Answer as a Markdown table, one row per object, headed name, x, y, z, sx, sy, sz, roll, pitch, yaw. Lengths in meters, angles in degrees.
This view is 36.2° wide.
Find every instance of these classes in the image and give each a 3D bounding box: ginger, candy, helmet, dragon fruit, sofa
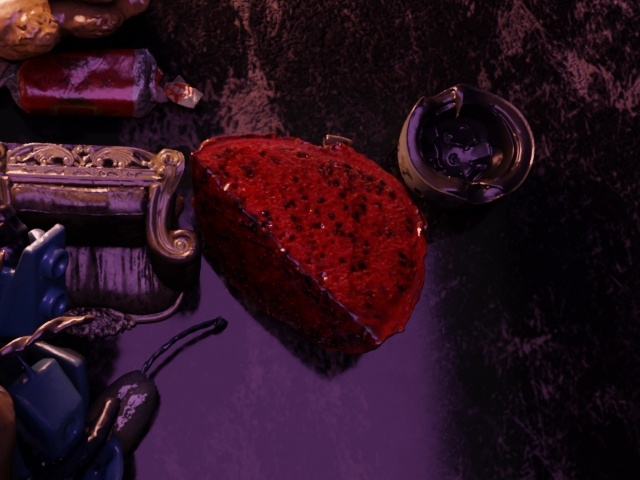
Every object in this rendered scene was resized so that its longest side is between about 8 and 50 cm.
| name | x | y | z | sx | sy | sz | roll | pitch | yaw |
| --- | --- | --- | --- | --- | --- | --- | --- | --- | --- |
| ginger | -0.394 | -0.266 | 1.181 | 0.375 | 0.166 | 0.236 | -31 | 67 | -4 |
| candy | -0.293 | -0.196 | 1.219 | 0.292 | 0.059 | 0.086 | 0 | 77 | -6 |
| helmet | 0.170 | -0.105 | 1.235 | 0.177 | 0.107 | 0.153 | -14 | 75 | -30 |
| dragon fruit | 0.000 | 0.000 | 1.176 | 0.317 | 0.152 | 0.205 | 45 | 55 | 14 |
| sofa | -0.263 | 0.007 | 1.102 | 0.258 | 0.200 | 0.182 | 2 | 74 | -8 |

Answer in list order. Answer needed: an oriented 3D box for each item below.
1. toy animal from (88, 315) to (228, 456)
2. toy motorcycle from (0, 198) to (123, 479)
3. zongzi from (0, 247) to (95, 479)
| name | x | y | z | sx | sy | sz | roll | pitch | yaw |
| --- | --- | --- | --- | --- | --- | --- | --- | --- | --- |
| toy animal | -0.205 | 0.171 | 1.127 | 0.070 | 0.079 | 0.253 | 41 | 76 | -8 |
| toy motorcycle | -0.299 | 0.134 | 0.981 | 0.232 | 0.416 | 0.172 | 22 | 36 | 14 |
| zongzi | -0.476 | 0.178 | 0.871 | 0.467 | 0.218 | 0.500 | 28 | 114 | 22 |
